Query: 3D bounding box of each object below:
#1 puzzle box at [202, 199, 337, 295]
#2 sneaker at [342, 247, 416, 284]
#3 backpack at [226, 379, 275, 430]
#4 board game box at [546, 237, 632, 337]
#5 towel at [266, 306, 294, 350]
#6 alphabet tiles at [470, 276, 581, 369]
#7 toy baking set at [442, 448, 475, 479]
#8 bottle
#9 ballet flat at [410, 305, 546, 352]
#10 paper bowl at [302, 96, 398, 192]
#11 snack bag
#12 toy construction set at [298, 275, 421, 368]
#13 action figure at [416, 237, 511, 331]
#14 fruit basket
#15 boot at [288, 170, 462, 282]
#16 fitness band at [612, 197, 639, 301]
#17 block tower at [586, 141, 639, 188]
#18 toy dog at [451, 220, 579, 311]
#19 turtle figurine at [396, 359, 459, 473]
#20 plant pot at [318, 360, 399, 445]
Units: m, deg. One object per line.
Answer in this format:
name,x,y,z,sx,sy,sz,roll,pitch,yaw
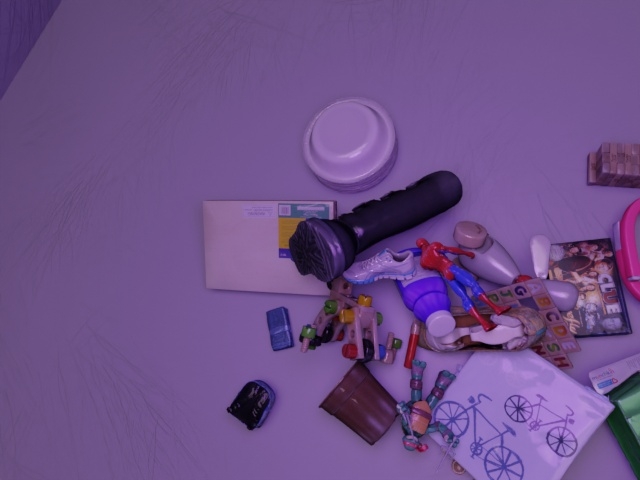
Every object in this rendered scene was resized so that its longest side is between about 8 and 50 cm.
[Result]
puzzle box,-0.149,0.017,1.432,0.408,0.052,0.273,2,98,15
sneaker,0.144,0.056,1.219,0.190,0.083,0.071,-8,39,-1
backpack,-0.182,0.449,1.354,0.105,0.084,0.114,31,89,20
board game box,0.673,0.123,1.242,0.164,0.042,0.244,-8,73,12
towel,-0.119,0.258,1.421,0.067,0.029,0.120,-16,72,10
alphabet tiles,0.505,0.217,1.194,0.198,0.009,0.237,-30,90,50
toy baking set,0.415,0.492,1.214,0.196,0.030,0.257,15,79,18
bottle,0.263,0.127,1.246,0.118,0.092,0.283,-17,32,0
ballet flat,0.363,0.224,1.195,0.348,0.123,0.123,-11,71,35
paper bowl,0.084,-0.297,1.460,0.283,0.148,0.285,-4,73,15
snack bag,0.448,0.416,1.161,0.323,0.037,0.343,36,91,38
toy construction set,0.112,0.182,1.267,0.308,0.257,0.238,14,87,-4
action figure,0.347,0.084,1.177,0.280,0.138,0.092,49,129,33
fruit basket,0.835,0.391,1.090,0.352,0.165,0.327,-19,71,-8
boot,0.164,-0.048,1.197,0.444,0.367,0.146,-20,95,-14
fitness band,0.844,0.025,1.197,0.208,0.054,0.291,1,75,3
block tower,0.878,-0.186,1.247,0.335,0.097,0.091,5,76,17
toy dog,0.489,0.063,1.252,0.333,0.220,0.161,43,50,17
turtle figurine,0.244,0.421,1.178,0.175,0.118,0.234,28,64,-18
plant pot,0.110,0.420,1.254,0.165,0.167,0.167,39,87,13
